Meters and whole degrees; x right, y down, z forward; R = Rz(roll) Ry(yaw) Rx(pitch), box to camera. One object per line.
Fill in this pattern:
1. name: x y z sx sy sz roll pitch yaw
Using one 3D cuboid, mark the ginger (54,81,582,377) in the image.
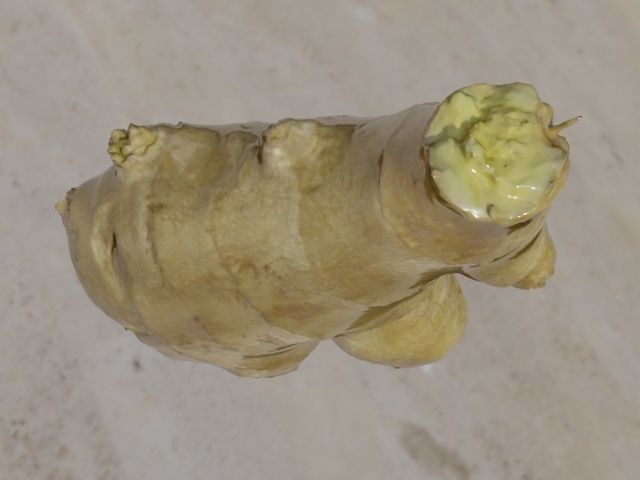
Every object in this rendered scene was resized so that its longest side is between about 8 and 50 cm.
1. ginger: 0.012 0.020 0.924 0.166 0.375 0.236 -43 121 -26
